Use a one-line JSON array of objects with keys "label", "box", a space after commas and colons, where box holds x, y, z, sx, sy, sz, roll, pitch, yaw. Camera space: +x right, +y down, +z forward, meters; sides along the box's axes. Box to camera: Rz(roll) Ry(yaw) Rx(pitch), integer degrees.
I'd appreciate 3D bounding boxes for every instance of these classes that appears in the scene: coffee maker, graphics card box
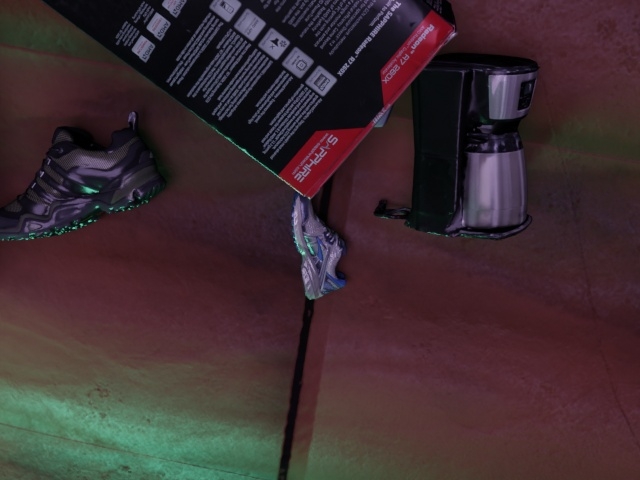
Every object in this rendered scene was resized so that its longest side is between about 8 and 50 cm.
[{"label": "coffee maker", "box": [0.136, -0.101, 0.888, 0.171, 0.120, 0.178, 1, 107, 10]}, {"label": "graphics card box", "box": [-0.084, -0.239, 0.808, 0.371, 0.094, 0.233, 35, 118, -13]}]

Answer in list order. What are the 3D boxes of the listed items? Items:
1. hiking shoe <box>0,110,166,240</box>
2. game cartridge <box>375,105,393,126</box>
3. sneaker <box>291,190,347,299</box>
[{"label": "hiking shoe", "box": [-0.296, -0.072, 0.997, 0.226, 0.086, 0.114, -18, 91, 8]}, {"label": "game cartridge", "box": [0.002, -0.267, 0.892, 0.196, 0.060, 0.294, 4, 108, 11]}, {"label": "sneaker", "box": [0.000, 0.000, 0.985, 0.058, 0.052, 0.135, -11, 113, 2]}]
